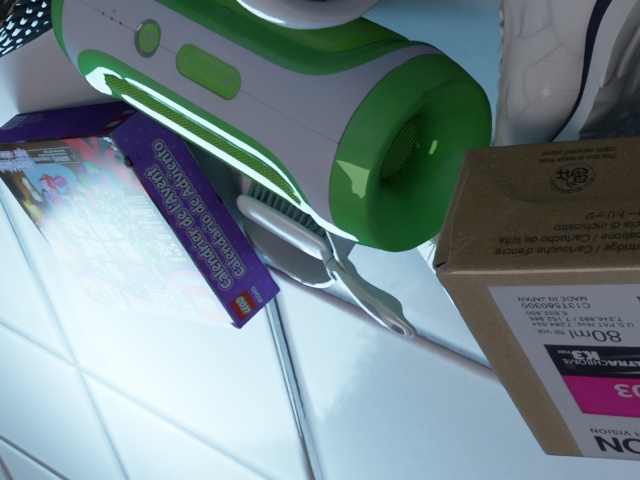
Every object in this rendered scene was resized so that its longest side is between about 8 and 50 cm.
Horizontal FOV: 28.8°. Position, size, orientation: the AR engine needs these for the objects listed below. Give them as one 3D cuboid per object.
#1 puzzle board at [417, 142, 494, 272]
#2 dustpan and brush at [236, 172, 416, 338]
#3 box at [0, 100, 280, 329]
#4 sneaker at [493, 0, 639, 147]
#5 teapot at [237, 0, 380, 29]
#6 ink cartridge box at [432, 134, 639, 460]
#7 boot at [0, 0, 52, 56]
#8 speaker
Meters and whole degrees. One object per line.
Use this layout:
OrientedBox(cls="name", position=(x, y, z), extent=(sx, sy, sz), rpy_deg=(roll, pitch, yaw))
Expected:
OrientedBox(cls="puzzle board", position=(0.100, -0.018, 0.861), extent=(0.128, 0.011, 0.096), rpy_deg=(-12, 117, 54))
OrientedBox(cls="dustpan and brush", position=(0.000, 0.000, 0.952), extent=(0.211, 0.060, 0.147), rpy_deg=(33, 148, 20))
OrientedBox(cls="box", position=(-0.181, -0.024, 1.121), extent=(0.293, 0.057, 0.201), rpy_deg=(3, 131, 55))
OrientedBox(cls="sneaker", position=(0.134, -0.097, 0.671), extent=(0.095, 0.090, 0.235), rpy_deg=(53, 153, 22))
OrientedBox(cls="teapot", position=(-0.061, -0.261, 0.582), extent=(0.256, 0.187, 0.253), rpy_deg=(30, 147, 21))
OrientedBox(cls="ink cartridge box", position=(0.202, 0.036, 0.638), extent=(0.234, 0.088, 0.193), rpy_deg=(-3, 140, 31))
OrientedBox(cls="boot", position=(-0.239, -0.279, 0.873), extent=(0.223, 0.118, 0.338), rpy_deg=(51, 142, 0))
OrientedBox(cls="speaker", position=(-0.040, -0.105, 0.781), extent=(0.296, 0.131, 0.131), rpy_deg=(32, 149, 35))
